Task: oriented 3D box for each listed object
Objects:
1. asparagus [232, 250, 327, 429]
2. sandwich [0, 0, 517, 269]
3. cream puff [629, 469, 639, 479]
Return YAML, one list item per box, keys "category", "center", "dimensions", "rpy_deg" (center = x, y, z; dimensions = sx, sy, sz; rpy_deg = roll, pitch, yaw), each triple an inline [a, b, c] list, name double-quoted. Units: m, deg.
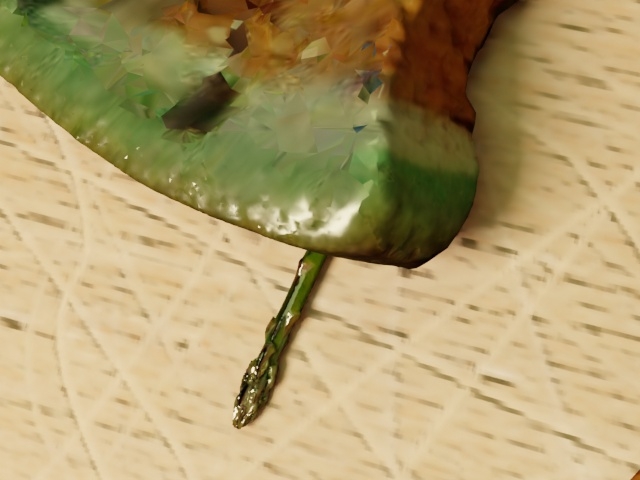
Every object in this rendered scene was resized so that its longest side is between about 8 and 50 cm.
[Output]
- category: "asparagus"
  center: [0.000, 0.000, 0.768]
  dimensions: [0.013, 0.016, 0.166]
  rpy_deg: [25, 85, -11]
- category: "sandwich"
  center: [0.002, -0.151, 0.721]
  dimensions: [0.250, 0.162, 0.301]
  rpy_deg: [41, 92, 26]
- category: "cream puff"
  center: [0.180, 0.136, 0.564]
  dimensions: [0.164, 0.240, 0.240]
  rpy_deg: [-39, 66, 32]
